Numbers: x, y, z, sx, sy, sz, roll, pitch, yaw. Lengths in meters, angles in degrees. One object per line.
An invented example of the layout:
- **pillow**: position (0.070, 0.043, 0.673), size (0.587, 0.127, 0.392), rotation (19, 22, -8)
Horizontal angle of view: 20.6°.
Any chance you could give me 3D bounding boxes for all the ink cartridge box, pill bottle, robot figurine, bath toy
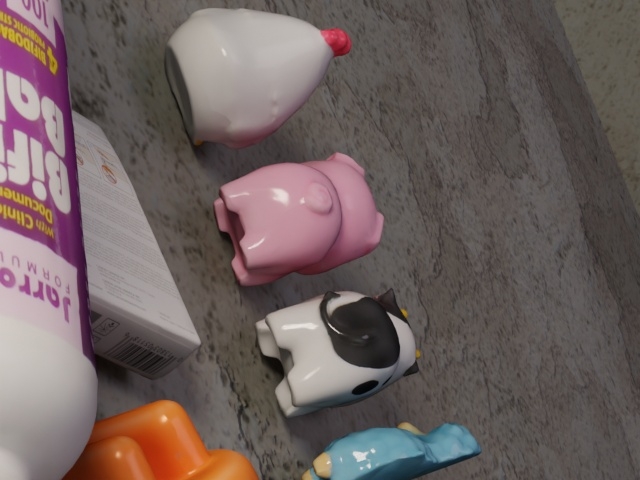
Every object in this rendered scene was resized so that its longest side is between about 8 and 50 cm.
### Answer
- **ink cartridge box**: position (-0.152, -0.016, 1.012), size (0.145, 0.045, 0.179), rotation (32, 23, -54)
- **pill bottle**: position (-0.179, 0.017, 0.723), size (0.169, 0.169, 0.301), rotation (35, 39, -54)
- **robot figurine**: position (-0.065, 0.193, 0.881), size (0.219, 0.128, 0.158), rotation (64, -5, -8)
- **bath toy**: position (0.000, 0.000, 1.204), size (0.151, 0.129, 0.348), rotation (139, -68, -77)
